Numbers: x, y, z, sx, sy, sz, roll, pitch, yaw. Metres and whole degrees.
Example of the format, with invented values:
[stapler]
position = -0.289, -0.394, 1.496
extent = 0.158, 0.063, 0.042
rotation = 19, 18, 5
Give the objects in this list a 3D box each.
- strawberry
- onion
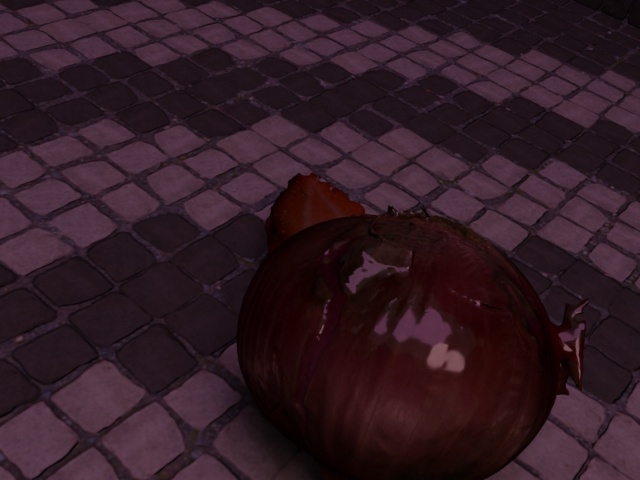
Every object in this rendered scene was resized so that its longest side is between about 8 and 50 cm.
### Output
[strawberry]
position = -0.016, -0.001, 1.028
extent = 0.174, 0.098, 0.228
rotation = -11, 42, -27
[onion]
position = 0.092, 0.108, 0.764
extent = 0.353, 0.354, 0.354
rotation = 7, 40, -6
